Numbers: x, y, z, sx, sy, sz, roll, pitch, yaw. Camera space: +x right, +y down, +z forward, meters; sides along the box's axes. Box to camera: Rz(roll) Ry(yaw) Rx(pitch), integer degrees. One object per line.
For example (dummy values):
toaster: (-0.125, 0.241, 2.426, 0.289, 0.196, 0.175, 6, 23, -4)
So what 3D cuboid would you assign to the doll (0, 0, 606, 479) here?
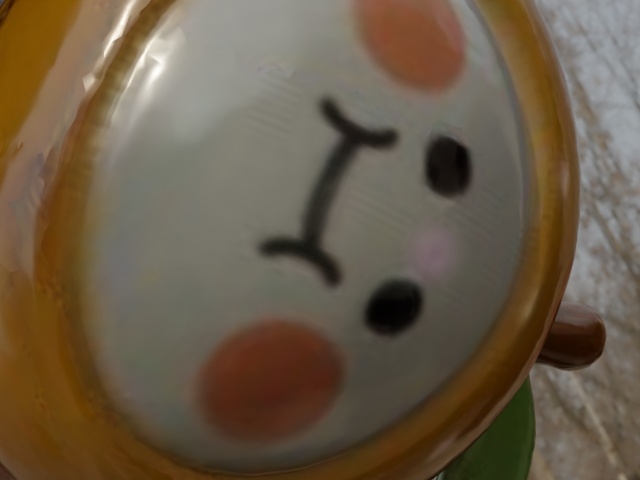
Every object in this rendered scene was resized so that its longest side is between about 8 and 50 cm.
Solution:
doll: (0.000, 0.000, 0.446, 0.236, 0.213, 0.213, 28, -49, -27)

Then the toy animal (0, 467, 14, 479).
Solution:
toy animal: (-0.319, 0.114, 0.985, 0.269, 0.326, 0.237, -55, -18, -28)

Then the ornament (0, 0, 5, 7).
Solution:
ornament: (-0.223, -0.095, 0.532, 0.221, 0.235, 0.217, 2, -35, 37)
